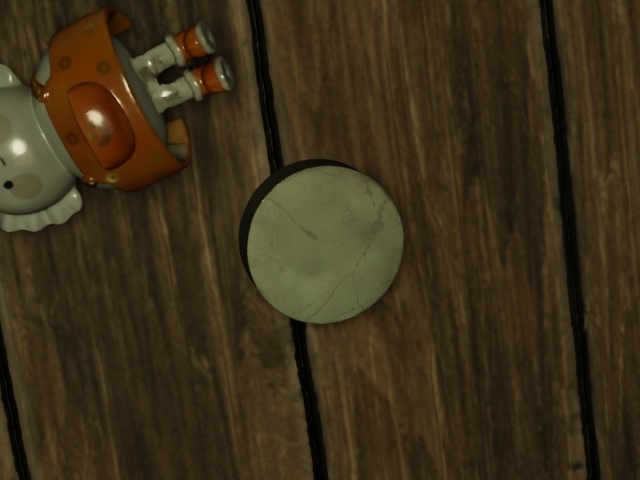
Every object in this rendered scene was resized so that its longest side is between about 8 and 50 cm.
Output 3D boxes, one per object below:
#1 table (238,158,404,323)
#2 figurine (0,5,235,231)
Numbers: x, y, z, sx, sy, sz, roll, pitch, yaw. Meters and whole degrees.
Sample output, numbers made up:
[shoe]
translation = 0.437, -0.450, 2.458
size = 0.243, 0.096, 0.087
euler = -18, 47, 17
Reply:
[table]
translation = 0.000, 0.000, 1.387
size = 0.133, 0.043, 0.133
euler = -3, 103, -13
[figurine]
translation = -0.196, -0.090, 1.287
size = 0.271, 0.143, 0.143
euler = -20, 109, 26
